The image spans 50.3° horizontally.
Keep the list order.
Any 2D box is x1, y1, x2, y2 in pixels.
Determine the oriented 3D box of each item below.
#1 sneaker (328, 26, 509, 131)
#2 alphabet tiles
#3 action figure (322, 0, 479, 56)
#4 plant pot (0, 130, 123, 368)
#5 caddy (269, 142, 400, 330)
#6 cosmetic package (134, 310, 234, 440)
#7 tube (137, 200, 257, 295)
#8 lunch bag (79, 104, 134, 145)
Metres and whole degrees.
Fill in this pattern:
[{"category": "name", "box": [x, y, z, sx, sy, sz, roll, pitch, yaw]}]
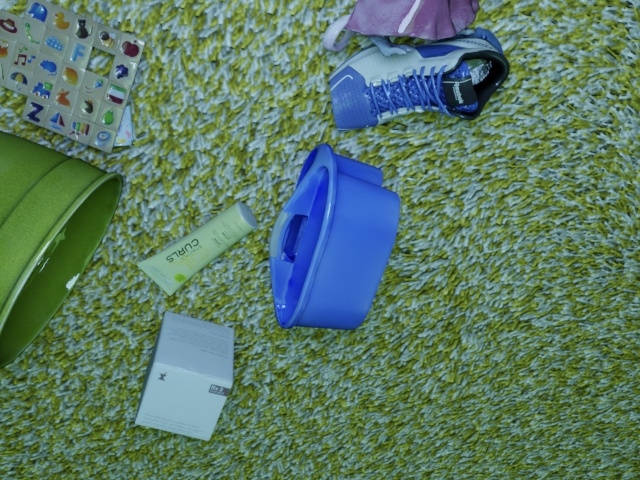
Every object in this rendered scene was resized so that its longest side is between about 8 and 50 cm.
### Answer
[{"category": "sneaker", "box": [0.170, -0.262, 1.122, 0.316, 0.182, 0.127, -17, 115, 3]}, {"category": "alphabet tiles", "box": [-0.429, -0.278, 1.124, 0.237, 0.009, 0.198, 22, 105, -3]}, {"category": "action figure", "box": [0.145, -0.488, 1.035, 0.276, 0.248, 0.370, 4, 120, 23]}, {"category": "plant pot", "box": [-0.572, -0.038, 1.097, 0.353, 0.366, 0.366, 30, 110, -6]}, {"category": "caddy", "box": [0.000, 0.000, 1.207, 0.179, 0.241, 0.341, 10, 115, -17]}, {"category": "cosmetic package", "box": [-0.262, 0.263, 1.342, 0.151, 0.183, 0.151, 17, 113, -13]}, {"category": "tube", "box": [-0.229, 0.016, 1.295, 0.240, 0.062, 0.070, -33, 74, 16]}, {"category": "lunch bag", "box": [-0.365, -0.200, 1.176, 0.083, 0.053, 0.071, 2, 114, 5]}]
